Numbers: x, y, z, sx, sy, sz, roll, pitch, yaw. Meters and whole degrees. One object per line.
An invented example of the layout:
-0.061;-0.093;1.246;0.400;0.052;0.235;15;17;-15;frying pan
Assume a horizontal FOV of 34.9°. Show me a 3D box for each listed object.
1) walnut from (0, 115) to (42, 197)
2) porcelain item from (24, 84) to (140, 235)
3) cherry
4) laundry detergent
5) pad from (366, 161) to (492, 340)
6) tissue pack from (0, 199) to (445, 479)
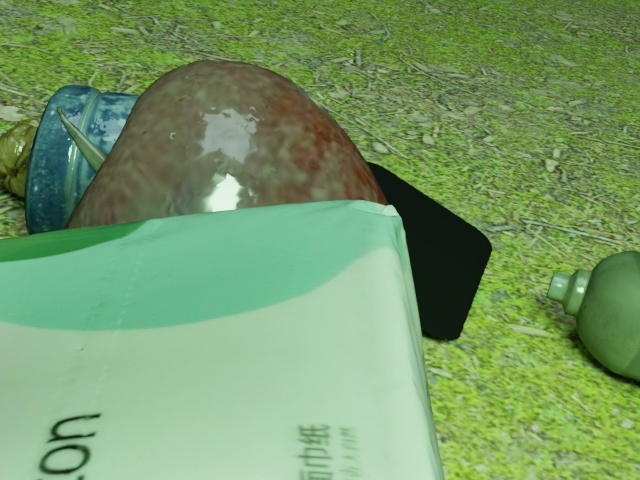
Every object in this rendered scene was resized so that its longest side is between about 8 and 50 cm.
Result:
-0.267;-0.080;0.978;0.079;0.082;0.096;44;30;3;walnut
-0.188;-0.058;0.883;0.114;0.147;0.147;10;26;-2;porcelain item
-0.075;-0.007;0.729;0.285;0.236;0.213;37;4;-7;cherry
0.324;0.075;0.884;0.253;0.091;0.181;17;25;13;laundry detergent
0.004;-0.022;0.990;0.323;0.055;0.250;17;26;12;pad
-0.072;0.130;0.449;0.266;0.194;0.356;-7;26;2;tissue pack
